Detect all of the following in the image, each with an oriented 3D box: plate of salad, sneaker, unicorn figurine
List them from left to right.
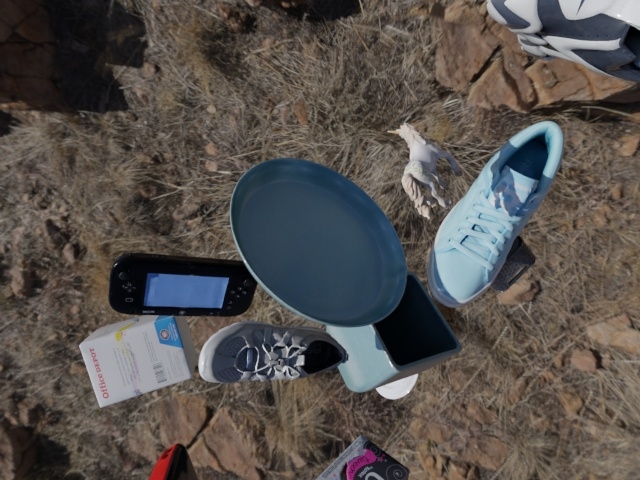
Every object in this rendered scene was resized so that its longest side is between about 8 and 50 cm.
[{"bbox_3d":[-0.075,0.199,0.782,0.281,0.115,0.105,-1,90,-35],"label":"sneaker"},{"bbox_3d":[0.255,0.434,1.473,0.048,0.200,0.200,28,110,-37],"label":"plate of salad"},{"bbox_3d":[0.150,-0.110,0.630,0.111,0.162,0.060,41,124,-15],"label":"unicorn figurine"},{"bbox_3d":[0.298,-0.057,0.755,0.135,0.150,0.366,28,79,18],"label":"sneaker"},{"bbox_3d":[0.260,-0.186,0.375,0.153,0.235,0.094,43,119,28],"label":"sneaker"}]

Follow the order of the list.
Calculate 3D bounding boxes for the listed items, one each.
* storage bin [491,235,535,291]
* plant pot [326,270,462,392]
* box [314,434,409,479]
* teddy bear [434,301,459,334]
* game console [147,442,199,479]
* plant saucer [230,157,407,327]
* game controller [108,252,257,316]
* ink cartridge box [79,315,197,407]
[{"bbox_3d":[0.404,0.023,1.053,0.122,0.180,0.084,-47,126,7],"label":"storage bin"},{"bbox_3d":[0.156,0.262,1.142,0.252,0.247,0.247,-56,51,39],"label":"plant pot"},{"bbox_3d":[0.061,0.576,0.922,0.142,0.247,0.163,23,123,36],"label":"box"},{"bbox_3d":[0.285,0.276,1.385,0.338,0.245,0.113,-25,121,26],"label":"teddy bear"},{"bbox_3d":[-0.105,0.444,0.387,0.060,0.342,0.387,-14,104,2],"label":"game console"},{"bbox_3d":[0.000,0.000,0.704,0.317,0.317,0.044,41,134,-1],"label":"plant saucer"},{"bbox_3d":[-0.306,0.108,0.993,0.319,0.067,0.166,6,117,-23],"label":"game controller"},{"bbox_3d":[-0.468,0.294,1.150,0.232,0.168,0.171,-15,96,-10],"label":"ink cartridge box"}]
